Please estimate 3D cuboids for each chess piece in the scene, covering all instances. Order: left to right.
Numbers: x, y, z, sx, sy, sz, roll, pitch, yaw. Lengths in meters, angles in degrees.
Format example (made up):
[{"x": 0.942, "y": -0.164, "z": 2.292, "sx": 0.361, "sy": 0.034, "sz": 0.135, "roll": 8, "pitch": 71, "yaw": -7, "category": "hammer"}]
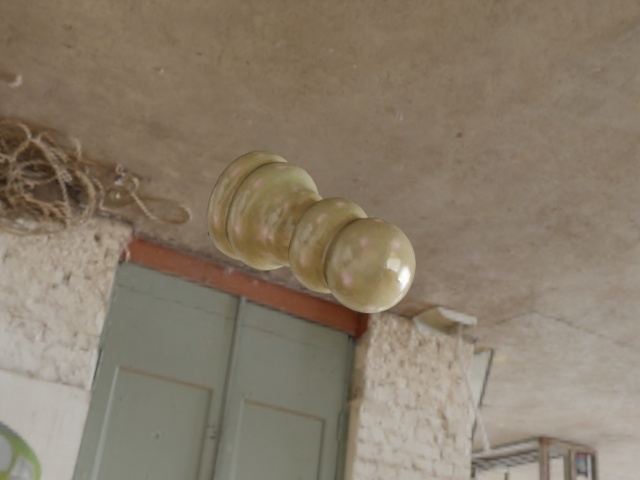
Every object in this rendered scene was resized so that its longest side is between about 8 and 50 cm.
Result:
[{"x": 0.000, "y": 0.000, "z": 0.616, "sx": 0.170, "sy": 0.094, "sz": 0.094, "roll": 27, "pitch": 169, "yaw": 36, "category": "chess piece"}]
